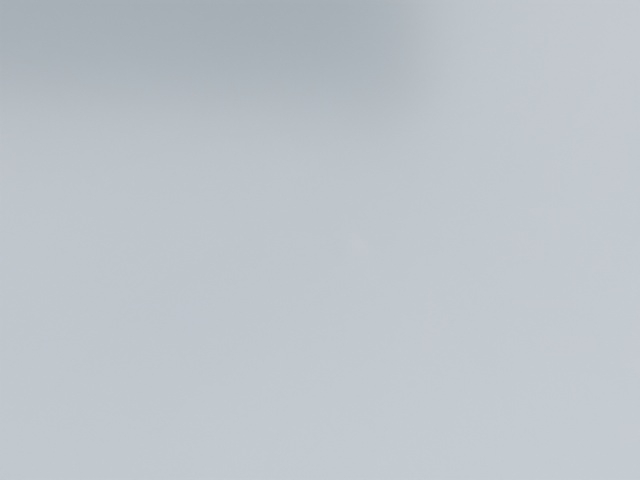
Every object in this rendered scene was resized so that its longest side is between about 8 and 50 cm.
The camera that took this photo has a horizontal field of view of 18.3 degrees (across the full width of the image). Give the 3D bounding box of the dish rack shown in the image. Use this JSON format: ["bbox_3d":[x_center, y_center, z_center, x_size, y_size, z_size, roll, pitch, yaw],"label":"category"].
[{"bbox_3d":[0.000,0.000,0.339,0.286,0.332,0.072,27,-179,-12],"label":"dish rack"}]
